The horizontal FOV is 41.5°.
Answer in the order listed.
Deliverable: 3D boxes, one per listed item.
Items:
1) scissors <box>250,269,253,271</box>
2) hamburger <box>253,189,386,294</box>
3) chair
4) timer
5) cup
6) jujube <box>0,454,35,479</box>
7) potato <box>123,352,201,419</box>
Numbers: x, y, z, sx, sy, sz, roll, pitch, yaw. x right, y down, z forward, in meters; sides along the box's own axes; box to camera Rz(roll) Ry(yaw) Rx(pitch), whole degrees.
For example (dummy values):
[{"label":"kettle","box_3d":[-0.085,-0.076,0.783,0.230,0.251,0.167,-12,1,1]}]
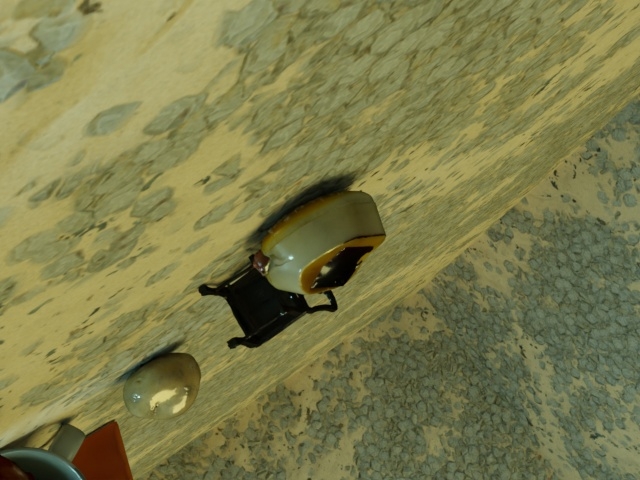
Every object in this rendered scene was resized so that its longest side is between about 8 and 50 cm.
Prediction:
[{"label":"scissors","box_3d":[-0.095,0.041,1.328,0.039,0.012,0.113,-29,168,-29]},{"label":"hamburger","box_3d":[0.000,0.000,1.204,0.173,0.116,0.210,-50,160,25]},{"label":"chair","box_3d":[-0.071,0.094,1.305,0.113,0.106,0.229,-34,164,14]},{"label":"timer","box_3d":[-0.545,0.520,1.785,0.250,0.161,0.257,-12,159,-30]},{"label":"cup","box_3d":[-0.514,0.478,1.438,0.327,0.236,0.323,-49,-167,50]},{"label":"jujube","box_3d":[-0.490,0.372,1.088,0.290,0.197,0.197,-24,175,24]},{"label":"potato","box_3d":[-0.272,0.255,1.471,0.147,0.112,0.112,-22,164,-29]}]
